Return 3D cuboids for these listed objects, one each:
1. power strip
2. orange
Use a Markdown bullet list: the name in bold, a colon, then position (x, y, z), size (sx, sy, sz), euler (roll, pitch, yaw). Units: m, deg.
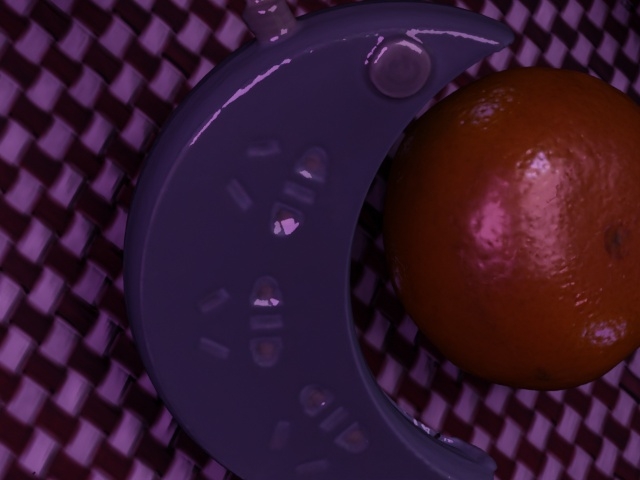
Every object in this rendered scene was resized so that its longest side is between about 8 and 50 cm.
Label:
- **power strip**: position (0.000, 0.000, 0.791), size (0.167, 0.054, 0.253), euler (-6, 111, -10)
- **orange**: position (0.100, -0.006, 0.904), size (0.156, 0.124, 0.156), euler (-3, 95, -32)
